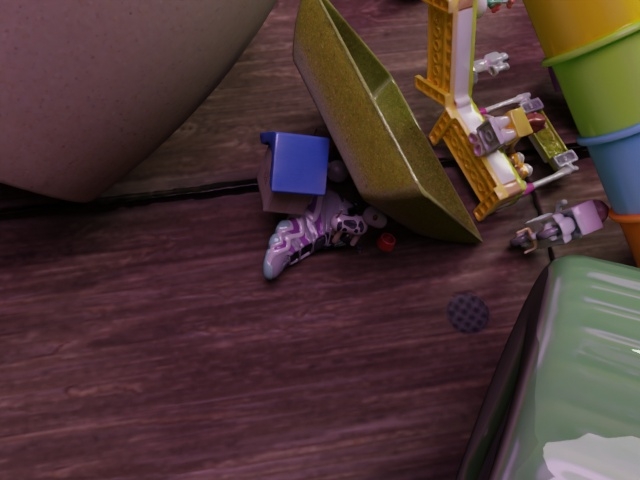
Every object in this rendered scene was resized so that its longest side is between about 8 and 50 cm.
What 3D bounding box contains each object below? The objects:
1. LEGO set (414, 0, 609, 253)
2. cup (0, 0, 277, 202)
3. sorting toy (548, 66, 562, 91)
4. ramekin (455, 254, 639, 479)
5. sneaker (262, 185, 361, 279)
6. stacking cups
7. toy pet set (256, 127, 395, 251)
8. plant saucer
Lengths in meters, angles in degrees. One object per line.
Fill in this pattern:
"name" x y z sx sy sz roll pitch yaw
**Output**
"LEGO set" 0.158 -0.135 0.602 0.107 0.132 0.287 -21 96 -19
"cup" -0.211 -0.166 0.524 0.331 0.331 0.237 22 91 6
"sorting toy" 0.392 -0.168 0.675 0.366 0.127 0.126 -21 99 -10
"ramekin" 0.154 0.154 0.396 0.148 0.303 0.303 20 66 12
"sneaker" 0.000 0.000 0.588 0.069 0.038 0.098 26 67 8
"stacking cups" 0.230 -0.057 0.517 0.096 0.096 0.316 -25 99 -14
"toy pet set" 0.008 -0.061 0.568 0.114 0.065 0.122 4 48 -22
"plant saucer" 0.048 -0.083 0.570 0.045 0.188 0.188 -31 69 17
